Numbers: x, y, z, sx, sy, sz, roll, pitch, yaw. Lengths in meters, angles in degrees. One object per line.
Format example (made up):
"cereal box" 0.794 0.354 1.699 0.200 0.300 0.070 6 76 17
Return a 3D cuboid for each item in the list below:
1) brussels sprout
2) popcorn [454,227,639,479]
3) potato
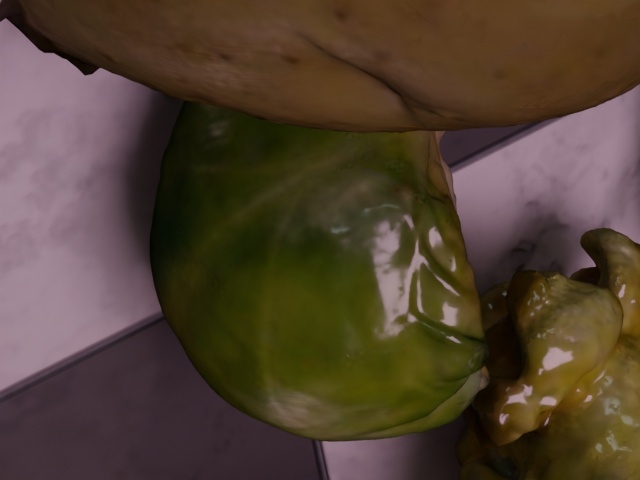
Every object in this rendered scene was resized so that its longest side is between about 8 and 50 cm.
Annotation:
"brussels sprout" -0.004 0.003 0.630 0.122 0.152 0.149 -8 151 0
"popcorn" 0.120 0.100 0.763 0.173 0.168 0.195 -22 88 -12
"potato" 0.040 -0.151 0.499 0.285 0.242 0.242 -56 133 -13
